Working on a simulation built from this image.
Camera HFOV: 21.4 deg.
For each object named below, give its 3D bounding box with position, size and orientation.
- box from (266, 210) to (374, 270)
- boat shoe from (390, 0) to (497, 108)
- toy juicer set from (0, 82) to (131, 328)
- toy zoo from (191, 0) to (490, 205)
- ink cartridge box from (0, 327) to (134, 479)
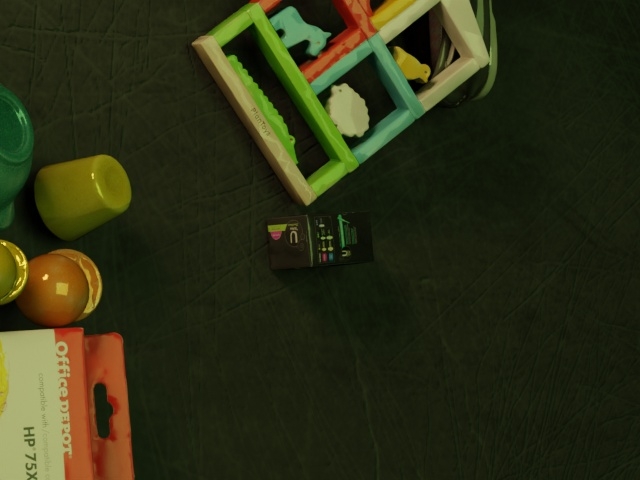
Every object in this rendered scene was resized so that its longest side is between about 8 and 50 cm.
[{"bbox_3d":[0.000,0.000,1.626,0.083,0.062,0.052,-5,89,-41],"label":"box"},{"bbox_3d":[0.116,-0.302,1.733,0.095,0.112,0.335,-10,95,-46],"label":"boat shoe"},{"bbox_3d":[-0.285,-0.051,1.323,0.329,0.089,0.209,46,37,-41],"label":"toy juicer set"},{"bbox_3d":[0.041,-0.195,1.643,0.293,0.030,0.192,-40,110,-16],"label":"toy zoo"},{"bbox_3d":[-0.254,0.139,1.323,0.231,0.078,0.134,-3,83,-20],"label":"ink cartridge box"}]
